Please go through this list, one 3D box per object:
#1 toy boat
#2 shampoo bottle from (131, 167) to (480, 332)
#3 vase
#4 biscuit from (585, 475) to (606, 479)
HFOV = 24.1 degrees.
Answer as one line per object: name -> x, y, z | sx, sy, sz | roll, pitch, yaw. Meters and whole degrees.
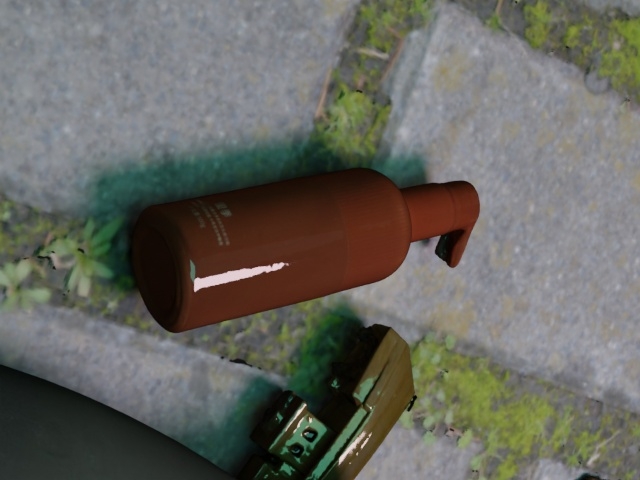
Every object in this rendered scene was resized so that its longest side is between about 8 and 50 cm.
toy boat -> -0.013, 0.143, 1.017 | 0.072, 0.064, 0.206 | 42, 80, -17
shampoo bottle -> 0.000, -0.002, 0.980 | 0.244, 0.085, 0.085 | -10, 106, -31
vase -> -0.096, 0.179, 0.882 | 0.321, 0.173, 0.173 | 15, 93, -24
biscuit -> 0.249, 0.325, 1.245 | 0.232, 0.013, 0.237 | 21, 91, -33
